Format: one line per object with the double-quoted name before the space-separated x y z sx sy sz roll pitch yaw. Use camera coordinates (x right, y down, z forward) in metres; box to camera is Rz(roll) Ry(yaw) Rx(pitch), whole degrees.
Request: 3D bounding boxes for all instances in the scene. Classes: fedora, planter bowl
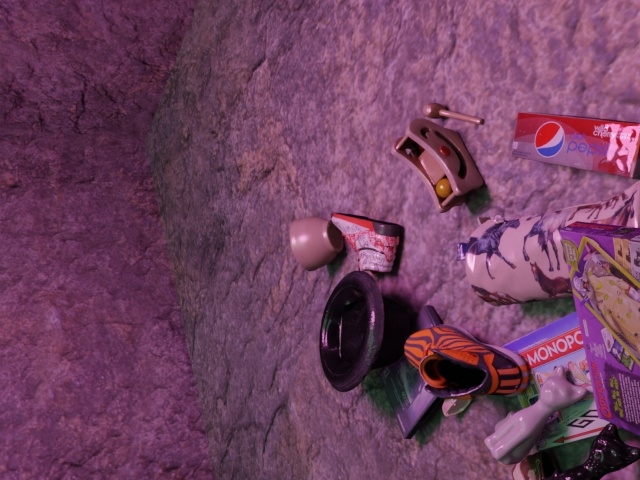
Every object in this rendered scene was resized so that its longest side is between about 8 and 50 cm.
"fedora" 0.122 0.236 1.603 0.334 0.153 0.334 -169 90 -69
"planter bowl" 0.000 0.000 1.842 0.109 0.162 0.162 -16 74 29

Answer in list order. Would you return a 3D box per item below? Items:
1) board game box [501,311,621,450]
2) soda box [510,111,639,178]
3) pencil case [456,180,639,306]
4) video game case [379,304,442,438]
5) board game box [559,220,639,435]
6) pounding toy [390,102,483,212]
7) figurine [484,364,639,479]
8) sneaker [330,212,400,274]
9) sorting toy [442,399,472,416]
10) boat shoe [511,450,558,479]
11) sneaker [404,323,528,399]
"board game box" 0.487 0.243 1.151 0.317 0.046 0.213 -44 55 49
"soda box" 0.475 -0.175 1.135 0.263 0.083 0.092 26 112 54
"pencil case" 0.438 0.010 1.123 0.410 0.160 0.183 -19 88 57
"video game case" 0.238 0.322 1.536 0.196 0.026 0.274 -111 36 -45
"board game box" 0.481 0.146 0.938 0.208 0.056 0.346 11 122 59
"pounding toy" 0.267 -0.211 1.399 0.155 0.154 0.269 -51 49 45
"figurine" 0.426 0.359 1.125 0.209 0.092 0.215 -54 45 22
"sneaker" 0.106 0.008 1.712 0.270 0.090 0.145 17 102 54
"sorting toy" 0.307 0.347 1.442 0.083 0.045 0.075 -64 33 35
"boat shoe" 0.452 0.513 1.164 0.095 0.095 0.257 -56 45 33
"sneaker" 0.250 0.244 1.304 0.321 0.180 0.124 2 87 56
